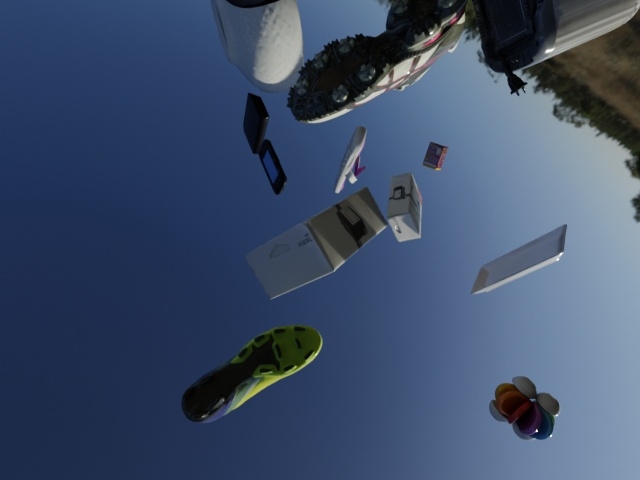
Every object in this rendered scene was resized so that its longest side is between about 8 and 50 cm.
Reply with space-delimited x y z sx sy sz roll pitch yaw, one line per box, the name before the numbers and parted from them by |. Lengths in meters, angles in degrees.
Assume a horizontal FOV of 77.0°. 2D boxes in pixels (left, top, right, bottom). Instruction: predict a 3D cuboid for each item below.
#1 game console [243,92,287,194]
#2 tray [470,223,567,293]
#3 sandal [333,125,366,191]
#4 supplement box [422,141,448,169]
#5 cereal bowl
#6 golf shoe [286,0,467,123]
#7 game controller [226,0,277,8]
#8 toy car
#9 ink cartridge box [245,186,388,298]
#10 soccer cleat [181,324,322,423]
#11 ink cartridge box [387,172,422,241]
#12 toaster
game console | -0.204 -0.345 1.480 0.044 0.213 0.361 -17 -109 -23
tray | 0.532 0.062 1.076 0.030 0.270 0.145 47 -136 -3
sandal | 0.133 -0.301 1.650 0.102 0.416 0.169 19 -109 -2
supplement box | 0.392 -0.288 1.374 0.055 0.083 0.043 31 -154 33
cereal bowl | -0.154 -0.487 0.876 0.141 0.339 0.339 -17 -120 -10
golf shoe | 0.083 -0.239 0.570 0.120 0.273 0.105 29 -146 -64
game controller | -0.029 -0.324 0.303 0.067 0.166 0.319 55 170 11
toy car | 0.601 0.506 1.180 0.182 0.159 0.136 36 -163 12
ink cartridge box | 0.000 0.000 1.012 0.307 0.223 0.129 -34 -85 -52
soccer cleat | -0.128 0.251 0.780 0.093 0.289 0.121 58 175 19
ink cartridge box | 0.228 -0.089 1.082 0.109 0.063 0.150 53 -143 -43
toaster | 0.273 -0.308 0.478 0.129 0.146 0.227 -138 27 -78
